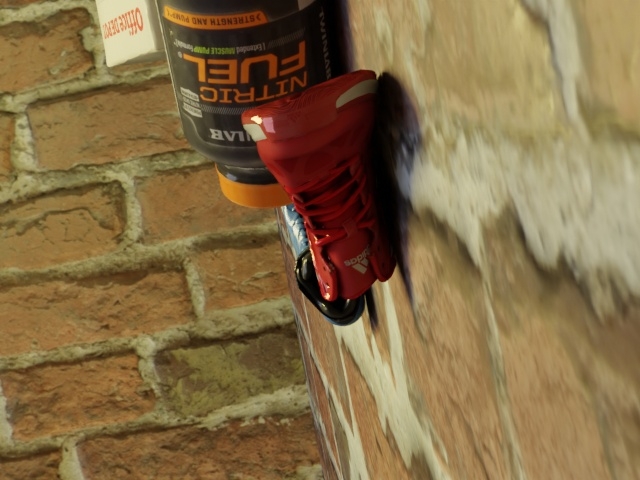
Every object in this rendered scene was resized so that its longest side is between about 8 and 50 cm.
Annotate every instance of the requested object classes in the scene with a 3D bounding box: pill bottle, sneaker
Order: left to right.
[{"bbox_3d":[-0.052,-0.146,0.952,0.130,0.130,0.246,-106,6,-54],"label":"pill bottle"},{"bbox_3d":[0.001,0.000,1.071,0.084,0.058,0.152,59,-164,-84],"label":"sneaker"},{"bbox_3d":[0.016,-0.028,0.773,0.221,0.087,0.128,-14,-95,-82],"label":"sneaker"}]

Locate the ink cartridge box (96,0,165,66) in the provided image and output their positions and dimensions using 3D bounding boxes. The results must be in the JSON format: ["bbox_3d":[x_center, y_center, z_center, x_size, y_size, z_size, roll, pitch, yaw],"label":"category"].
[{"bbox_3d":[-0.159,-0.381,1.273,0.279,0.160,0.385,-167,65,-70],"label":"ink cartridge box"}]
